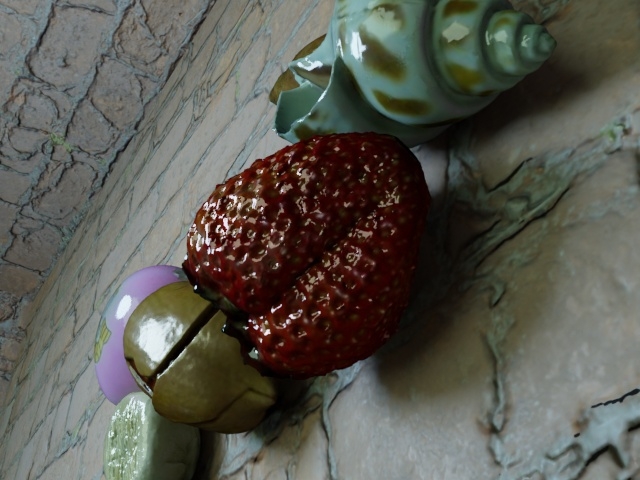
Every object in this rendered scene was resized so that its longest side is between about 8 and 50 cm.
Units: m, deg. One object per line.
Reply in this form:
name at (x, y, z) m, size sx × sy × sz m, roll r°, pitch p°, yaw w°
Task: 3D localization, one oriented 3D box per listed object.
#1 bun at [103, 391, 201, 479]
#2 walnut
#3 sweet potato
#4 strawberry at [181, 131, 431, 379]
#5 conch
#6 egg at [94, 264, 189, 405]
bun at (-0.254, 0.333, 0.985) m, size 0.178 × 0.128 × 0.193 m, roll -37°, pitch 50°, yaw 40°
walnut at (-0.149, 0.154, 0.874) m, size 0.298 × 0.203 × 0.203 m, roll 14°, pitch 80°, yaw 45°
sweet potato at (-0.028, -0.277, 1.104) m, size 0.292 × 0.097 × 0.097 m, roll -15°, pitch 56°, yaw 57°
strawberry at (0.000, 0.000, 0.691) m, size 0.288 × 0.250 × 0.238 m, roll -52°, pitch -4°, yaw 26°
conch at (0.085, -0.198, 0.716) m, size 0.249 × 0.197 × 0.368 m, roll -57°, pitch 12°, yaw -8°
egg at (-0.289, 0.173, 1.098) m, size 0.196 × 0.196 × 0.271 m, roll 33°, pitch 108°, yaw 62°
